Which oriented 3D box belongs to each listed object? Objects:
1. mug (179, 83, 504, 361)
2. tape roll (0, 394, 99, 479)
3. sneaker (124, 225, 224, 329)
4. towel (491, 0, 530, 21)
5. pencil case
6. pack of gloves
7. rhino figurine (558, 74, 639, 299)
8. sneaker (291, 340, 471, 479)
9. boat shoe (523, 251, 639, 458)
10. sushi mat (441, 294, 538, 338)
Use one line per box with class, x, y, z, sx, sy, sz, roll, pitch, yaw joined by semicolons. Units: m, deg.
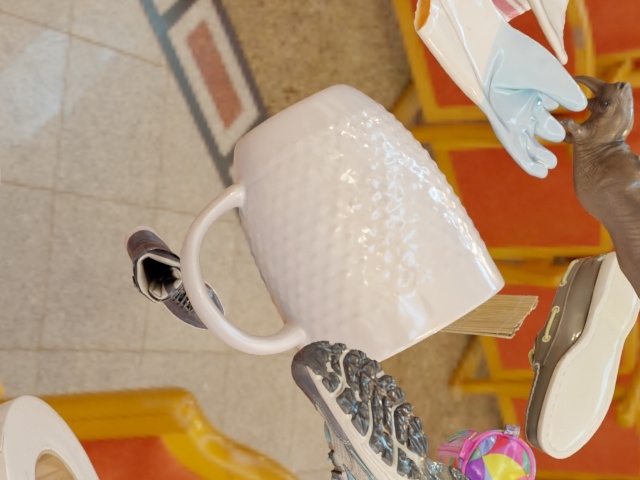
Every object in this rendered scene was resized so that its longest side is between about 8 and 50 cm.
mug;0.000;0.000;1.537;0.374;0.276;0.328;-28;89;-20
tape roll;-0.415;0.427;1.830;0.392;0.072;0.392;-23;90;-85
sneaker;-0.231;0.086;1.962;0.086;0.163;0.226;-43;113;-2
towel;0.248;-0.372;1.716;0.197;0.144;0.029;-33;156;-12
pencil case;0.206;0.288;1.537;0.236;0.105;0.104;105;-4;-78
pack of gloves;0.141;-0.163;0.798;0.232;0.046;0.195;40;55;-52
rhino figurine;0.284;-0.048;1.062;0.243;0.106;0.073;63;9;17
sneaker;0.046;0.225;1.129;0.283;0.122;0.110;54;25;-11
boat shoe;0.330;0.146;1.562;0.109;0.091;0.305;45;60;-31
sushi mat;0.189;0.115;1.963;0.151;0.317;0.019;-33;122;-57
